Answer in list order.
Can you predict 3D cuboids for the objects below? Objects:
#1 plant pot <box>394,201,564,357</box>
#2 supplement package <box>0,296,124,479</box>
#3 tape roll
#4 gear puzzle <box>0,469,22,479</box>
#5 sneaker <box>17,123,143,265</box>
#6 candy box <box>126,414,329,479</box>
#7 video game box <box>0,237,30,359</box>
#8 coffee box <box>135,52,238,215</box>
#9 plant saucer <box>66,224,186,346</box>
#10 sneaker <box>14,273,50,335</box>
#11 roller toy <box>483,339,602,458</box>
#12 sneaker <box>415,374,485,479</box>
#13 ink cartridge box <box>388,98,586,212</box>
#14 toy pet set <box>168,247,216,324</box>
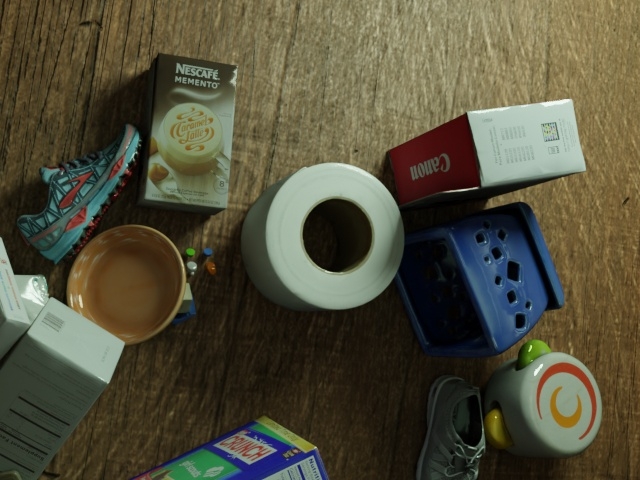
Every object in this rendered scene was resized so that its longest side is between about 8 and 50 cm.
[{"bbox_3d":[0.284,0.063,1.495,0.212,0.236,0.235,-22,92,-26],"label":"plant pot"},{"bbox_3d":[-0.420,0.233,1.224,0.134,0.139,0.244,35,102,-13],"label":"supplement package"},{"bbox_3d":[0.000,0.000,1.429,0.246,0.169,0.246,2,85,-20],"label":"tape roll"},{"bbox_3d":[-0.483,0.408,1.190,0.176,0.044,0.338,-12,112,5],"label":"gear puzzle"},{"bbox_3d":[-0.386,-0.096,1.337,0.125,0.104,0.261,35,74,-11],"label":"sneaker"},{"bbox_3d":[-0.167,0.403,1.276,0.317,0.268,0.122,-20,95,-21],"label":"candy box"},{"bbox_3d":[-0.512,0.119,1.195,0.205,0.187,0.048,-46,143,15],"label":"video game box"},{"bbox_3d":[-0.226,-0.175,1.403,0.141,0.098,0.246,6,83,-19],"label":"coffee box"},{"bbox_3d":[-0.309,0.074,1.342,0.200,0.037,0.199,-3,73,10],"label":"plant saucer"},{"bbox_3d":[-0.450,0.102,1.314,0.212,0.080,0.094,34,62,-12],"label":"sneaker"},{"bbox_3d":[0.408,0.310,1.553,0.191,0.146,0.209,30,65,-18],"label":"roller toy"},{"bbox_3d":[0.241,0.386,1.502,0.105,0.115,0.281,2,84,-19],"label":"sneaker"},{"bbox_3d":[0.249,-0.136,1.455,0.272,0.309,0.130,-10,88,-20],"label":"ink cartridge box"},{"bbox_3d":[-0.239,0.077,1.407,0.122,0.065,0.114,-1,50,-22],"label":"toy pet set"}]
